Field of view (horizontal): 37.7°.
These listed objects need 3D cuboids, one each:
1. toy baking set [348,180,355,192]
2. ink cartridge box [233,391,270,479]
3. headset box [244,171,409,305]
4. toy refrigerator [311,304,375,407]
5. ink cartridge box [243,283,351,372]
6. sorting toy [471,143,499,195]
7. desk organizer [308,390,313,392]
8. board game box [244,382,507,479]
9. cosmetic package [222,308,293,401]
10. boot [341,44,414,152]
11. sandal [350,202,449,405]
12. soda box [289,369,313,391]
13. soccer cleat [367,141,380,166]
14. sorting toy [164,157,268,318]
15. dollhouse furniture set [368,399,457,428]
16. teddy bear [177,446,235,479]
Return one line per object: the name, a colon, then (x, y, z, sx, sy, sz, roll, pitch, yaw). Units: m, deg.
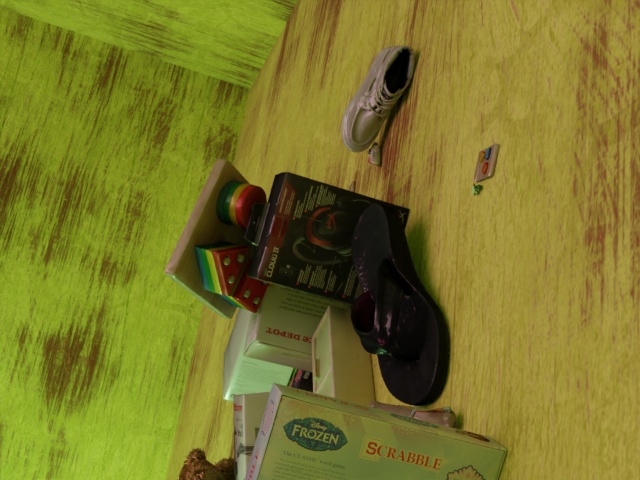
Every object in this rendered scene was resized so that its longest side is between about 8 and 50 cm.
toy baking set: (0.036, -0.013, 2.252, 0.197, 0.030, 0.256, -116, 44, -69)
ink cartridge box: (-0.119, 0.459, 1.994, 0.198, 0.115, 0.272, 140, 128, -74)
headset box: (0.000, 0.000, 1.846, 0.110, 0.293, 0.218, -177, 102, -75)
toy refrigerator: (0.038, 0.258, 1.823, 0.269, 0.094, 0.102, -93, 24, -51)
ink cartridge box: (-0.043, 0.134, 2.041, 0.117, 0.202, 0.278, 128, 154, -59)
sorting toy: (0.267, -0.115, 1.535, 0.062, 0.012, 0.083, 160, 125, -72)
desk organizer: (-0.012, 0.380, 1.974, 0.050, 0.047, 0.130, 132, 151, -55)
board game box: (0.047, 0.376, 1.213, 0.066, 0.319, 0.317, -160, 87, -76)
cosmetic package: (-0.130, 0.218, 2.344, 0.197, 0.155, 0.365, -97, 25, -58)
boot: (0.129, -0.320, 2.097, 0.123, 0.095, 0.258, -162, 93, -76)
sandal: (0.104, 0.107, 1.626, 0.167, 0.107, 0.445, -61, 30, 32)
soda box: (-0.042, 0.343, 2.109, 0.060, 0.053, 0.168, -99, 30, -59)
soccer cleat: (0.124, -0.197, 2.131, 0.083, 0.029, 0.035, -91, 17, -61)
sorting toy: (-0.168, 0.009, 1.893, 0.257, 0.089, 0.255, -67, -29, -15)
dollhouse furniture set: (0.118, 0.410, 1.419, 0.198, 0.151, 0.301, -3, 52, 53)
teddy bear: (-0.225, 0.598, 2.104, 0.113, 0.338, 0.245, -7, 71, 28)
